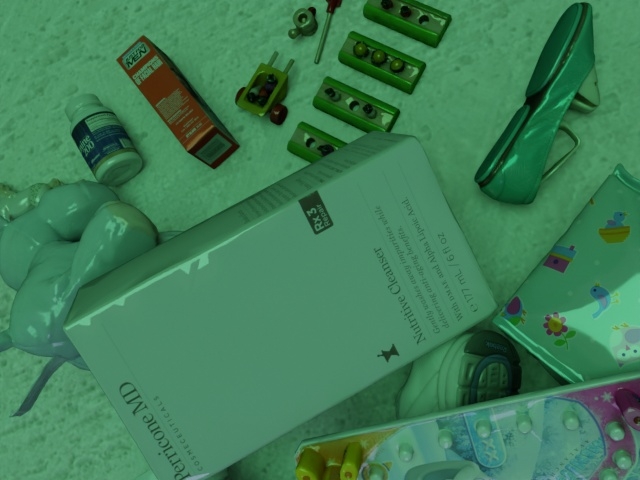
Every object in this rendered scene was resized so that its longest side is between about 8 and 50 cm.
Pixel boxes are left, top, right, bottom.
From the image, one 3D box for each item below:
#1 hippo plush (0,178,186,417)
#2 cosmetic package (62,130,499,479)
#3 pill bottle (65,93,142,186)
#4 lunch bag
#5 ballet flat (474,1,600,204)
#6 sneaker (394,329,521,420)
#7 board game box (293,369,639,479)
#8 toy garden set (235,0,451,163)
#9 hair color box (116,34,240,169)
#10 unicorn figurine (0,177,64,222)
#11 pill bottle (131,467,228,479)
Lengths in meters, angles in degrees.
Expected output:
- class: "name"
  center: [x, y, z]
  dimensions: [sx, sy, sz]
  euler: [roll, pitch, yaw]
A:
- class: "hippo plush"
  center: [-0.300, 0.057, 0.945]
  dimensions: [0.294, 0.234, 0.236]
  euler: [-43, 42, -10]
- class: "cosmetic package"
  center: [-0.043, 0.064, 0.787]
  dimensions: [0.384, 0.156, 0.217]
  euler: [-31, 105, -7]
- class: "pill bottle"
  center: [-0.298, -0.139, 1.015]
  dimensions: [0.067, 0.067, 0.120]
  euler: [-36, 74, 7]
- class: "lunch bag"
  center: [0.349, 0.089, 0.761]
  dimensions: [0.262, 0.160, 0.223]
  euler: [38, 92, 23]
- class: "ballet flat"
  center: [0.270, -0.150, 0.867]
  dimensions: [0.087, 0.083, 0.247]
  euler: [28, 90, -7]
- class: "sneaker"
  center: [0.138, 0.231, 0.830]
  dimensions: [0.129, 0.110, 0.297]
  euler: [20, 104, 56]
- class: "board game box"
  center: [0.206, 0.343, 0.731]
  dimensions: [0.389, 0.050, 0.390]
  euler: [-15, 101, 15]
- class: "toy garden set"
  center: [0.018, -0.223, 0.952]
  dimensions: [0.203, 0.049, 0.244]
  euler: [29, 90, 17]
- class: "hair color box"
  center: [-0.185, -0.180, 0.977]
  dimensions: [0.053, 0.093, 0.167]
  euler: [-41, 74, 5]
- class: "unicorn figurine"
  center: [-0.426, -0.045, 1.046]
  dimensions: [0.161, 0.060, 0.111]
  euler: [-14, 77, -4]
- class: "pill bottle"
  center: [-0.110, 0.390, 0.832]
  dimensions: [0.169, 0.169, 0.302]
  euler: [-32, 75, 8]
